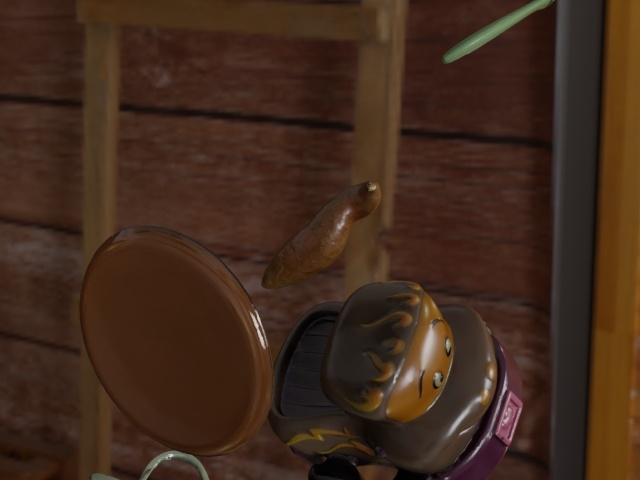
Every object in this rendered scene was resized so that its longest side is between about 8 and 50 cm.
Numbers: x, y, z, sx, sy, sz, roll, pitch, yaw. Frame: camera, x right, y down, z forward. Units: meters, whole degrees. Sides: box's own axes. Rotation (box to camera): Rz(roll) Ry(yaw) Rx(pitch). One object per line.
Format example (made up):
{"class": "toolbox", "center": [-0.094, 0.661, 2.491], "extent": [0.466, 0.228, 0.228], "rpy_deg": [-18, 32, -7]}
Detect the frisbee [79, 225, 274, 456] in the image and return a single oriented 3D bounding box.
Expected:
{"class": "frisbee", "center": [-0.151, 0.105, 1.249], "extent": [0.251, 0.250, 0.021], "rpy_deg": [9, 23, 32]}

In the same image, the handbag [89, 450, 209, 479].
{"class": "handbag", "center": [-0.216, 0.409, 1.682], "extent": [0.241, 0.109, 0.315], "rpy_deg": [14, 51, -2]}

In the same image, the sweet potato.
{"class": "sweet potato", "center": [0.001, 0.000, 1.421], "extent": [0.202, 0.058, 0.055], "rpy_deg": [-43, -13, 24]}

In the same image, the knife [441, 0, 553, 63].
{"class": "knife", "center": [0.203, -0.219, 1.157], "extent": [0.207, 0.014, 0.030], "rpy_deg": [-30, -6, 12]}

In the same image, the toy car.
{"class": "toy car", "center": [0.064, 0.171, 1.522], "extent": [0.341, 0.271, 0.240], "rpy_deg": [-1, -33, 41]}
